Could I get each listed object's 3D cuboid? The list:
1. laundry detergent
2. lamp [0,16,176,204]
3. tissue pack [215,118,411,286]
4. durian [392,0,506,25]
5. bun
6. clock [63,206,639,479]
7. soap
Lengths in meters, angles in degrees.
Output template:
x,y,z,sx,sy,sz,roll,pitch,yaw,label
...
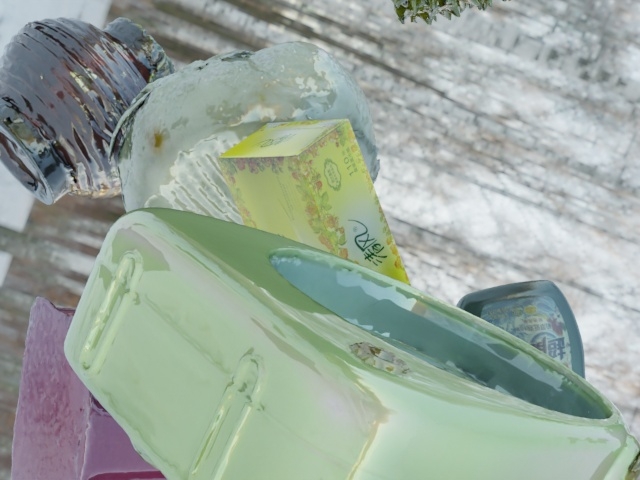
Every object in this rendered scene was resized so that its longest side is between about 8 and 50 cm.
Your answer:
x,y,z,sx,sy,sz,roll,pitch,yaw,label
0.230,0.160,1.268,0.078,0.144,0.221,100,-19,-70,laundry detergent
-0.286,-0.163,1.378,0.247,0.247,0.247,-160,-90,-80,lamp
0.000,0.000,0.863,0.095,0.176,0.062,5,-145,48,tissue pack
0.096,-0.196,0.800,0.186,0.119,0.108,85,28,-63,durian
-0.068,-0.079,1.007,0.239,0.239,0.141,121,-32,-46,bun
0.045,0.102,0.689,0.286,0.348,0.117,33,-79,49,clock
-0.111,0.185,1.125,0.128,0.360,0.232,5,-92,47,soap
